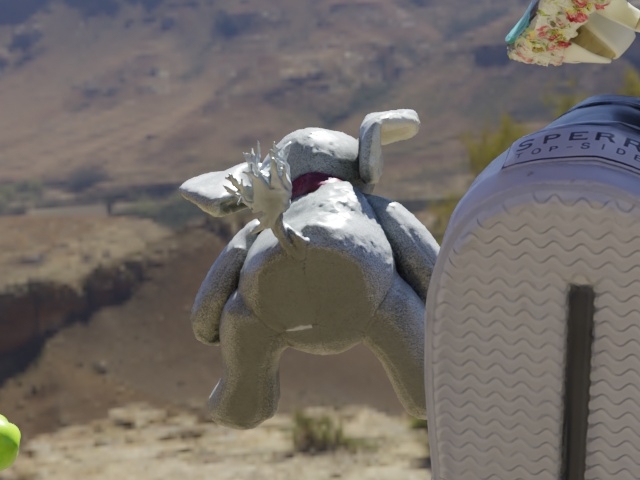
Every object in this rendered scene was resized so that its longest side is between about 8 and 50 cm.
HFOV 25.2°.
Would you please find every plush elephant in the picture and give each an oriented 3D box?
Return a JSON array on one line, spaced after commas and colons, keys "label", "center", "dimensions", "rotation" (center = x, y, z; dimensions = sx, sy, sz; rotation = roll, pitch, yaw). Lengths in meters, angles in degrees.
[{"label": "plush elephant", "center": [0.000, 0.000, 1.441], "dimensions": [0.272, 0.330, 0.255], "rotation": [-10, 29, 15]}]

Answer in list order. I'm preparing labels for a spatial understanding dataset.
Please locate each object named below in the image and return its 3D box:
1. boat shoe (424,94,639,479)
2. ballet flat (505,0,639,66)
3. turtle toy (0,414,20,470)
[{"label": "boat shoe", "center": [0.087, 0.115, 0.460], "dimensions": [0.121, 0.335, 0.119], "rotation": [15, 26, 19]}, {"label": "ballet flat", "center": [0.181, -0.157, 0.945], "dimensions": [0.077, 0.091, 0.241], "rotation": [39, -11, 3]}, {"label": "turtle toy", "center": [-0.271, 0.163, 1.049], "dimensions": [0.066, 0.095, 0.130], "rotation": [-20, 3, 21]}]
